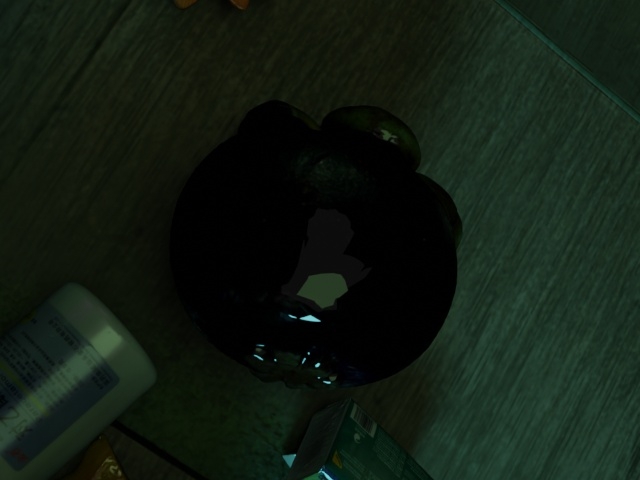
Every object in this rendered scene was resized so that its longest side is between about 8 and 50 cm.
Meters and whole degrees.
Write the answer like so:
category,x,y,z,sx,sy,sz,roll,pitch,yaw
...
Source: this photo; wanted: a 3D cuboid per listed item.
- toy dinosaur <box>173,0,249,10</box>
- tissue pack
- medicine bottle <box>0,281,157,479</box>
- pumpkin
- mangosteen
category,x,y,z,sx,sy,sz,roll,pitch,yaw
toy dinosaur,-0.082,-0.246,0.820,0.288,0.070,0.117,-8,101,-17
tissue pack,0.026,0.204,0.834,0.111,0.079,0.085,45,38,-14
medicine bottle,-0.218,0.124,0.727,0.187,0.103,0.103,-41,101,-18
pumpkin,-0.170,0.213,0.778,0.073,0.035,0.101,-34,97,-22
mangosteen,0.000,0.000,0.767,0.243,0.243,0.243,1,87,-21
